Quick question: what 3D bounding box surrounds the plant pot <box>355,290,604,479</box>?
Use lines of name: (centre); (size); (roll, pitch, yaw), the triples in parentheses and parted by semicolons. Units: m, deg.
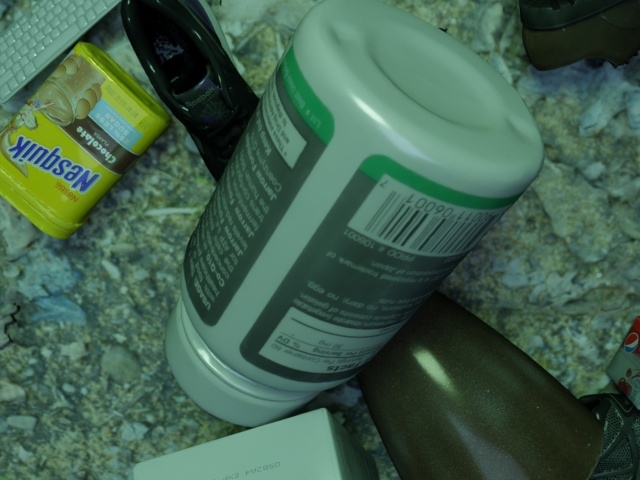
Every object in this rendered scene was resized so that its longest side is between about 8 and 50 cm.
plant pot: (0.139, 0.165, 0.697); (0.215, 0.215, 0.230); (-38, 88, 11)

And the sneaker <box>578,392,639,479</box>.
sneaker: (0.314, 0.283, 0.778); (0.130, 0.087, 0.227); (16, 103, -2)

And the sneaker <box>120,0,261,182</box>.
sneaker: (-0.102, -0.119, 0.641); (0.107, 0.124, 0.283); (-34, 103, 10)

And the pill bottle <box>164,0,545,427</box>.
pill bottle: (0.000, 0.000, 0.562); (0.204, 0.204, 0.361); (29, 128, -8)

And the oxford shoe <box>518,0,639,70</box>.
oxford shoe: (0.307, -0.227, 0.640); (0.227, 0.083, 0.096); (-16, 128, 3)

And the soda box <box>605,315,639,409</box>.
soda box: (0.476, 0.180, 0.740); (0.263, 0.092, 0.083); (20, 104, -5)

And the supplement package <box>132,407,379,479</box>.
supplement package: (-0.035, 0.323, 0.669); (0.199, 0.198, 0.262); (-18, 149, 6)

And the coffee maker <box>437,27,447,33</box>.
coffee maker: (0.089, -0.093, 0.650); (0.171, 0.120, 0.178); (-32, 103, 10)

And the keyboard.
keyboard: (-0.238, -0.239, 0.645); (0.256, 0.014, 0.072); (-36, 65, 10)

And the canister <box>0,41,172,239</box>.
canister: (-0.255, -0.104, 0.674); (0.126, 0.073, 0.170); (44, 101, -11)
